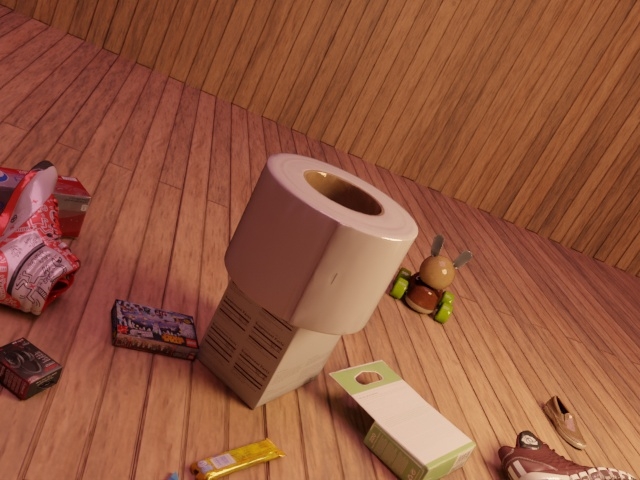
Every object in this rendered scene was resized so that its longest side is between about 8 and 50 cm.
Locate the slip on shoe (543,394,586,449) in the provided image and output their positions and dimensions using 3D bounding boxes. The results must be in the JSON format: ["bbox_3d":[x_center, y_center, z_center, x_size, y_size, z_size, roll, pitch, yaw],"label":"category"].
[{"bbox_3d":[0.536,0.393,1.510,0.051,0.041,0.135,19,22,-22],"label":"slip on shoe"}]

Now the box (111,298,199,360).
[{"bbox_3d":[-0.270,0.146,1.135,0.137,0.027,0.094,17,24,-27],"label":"box"}]

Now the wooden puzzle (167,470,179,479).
[{"bbox_3d":[-0.153,0.334,0.858,0.116,0.014,0.078,33,21,16],"label":"wooden puzzle"}]

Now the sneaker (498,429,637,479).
[{"bbox_3d":[0.446,0.413,1.276,0.281,0.106,0.162,16,21,-26],"label":"sneaker"}]

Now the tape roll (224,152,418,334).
[{"bbox_3d":[0.000,0.000,1.034,0.246,0.169,0.246,24,20,-9],"label":"tape roll"}]

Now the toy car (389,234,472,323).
[{"bbox_3d":[0.287,0.081,1.731,0.155,0.188,0.149,29,21,3],"label":"toy car"}]

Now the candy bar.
[{"bbox_3d":[-0.112,0.305,0.968,0.040,0.018,0.161,37,23,33],"label":"candy bar"}]

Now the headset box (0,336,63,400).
[{"bbox_3d":[-0.391,0.172,0.923,0.083,0.032,0.062,31,21,14],"label":"headset box"}]

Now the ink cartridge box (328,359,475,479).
[{"bbox_3d":[0.132,0.310,1.201,0.235,0.056,0.171,37,22,32],"label":"ink cartridge box"}]

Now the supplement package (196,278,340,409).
[{"bbox_3d":[-0.065,0.135,1.162,0.149,0.203,0.194,37,22,23],"label":"supplement package"}]

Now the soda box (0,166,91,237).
[{"bbox_3d":[-0.547,-0.071,1.214,0.263,0.092,0.083,7,26,-44],"label":"soda box"}]

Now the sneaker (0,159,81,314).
[{"bbox_3d":[-0.441,-0.003,1.107,0.144,0.090,0.270,25,46,-11],"label":"sneaker"}]
